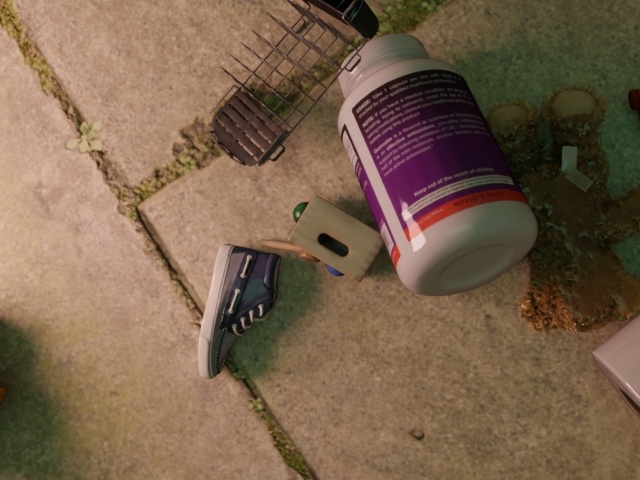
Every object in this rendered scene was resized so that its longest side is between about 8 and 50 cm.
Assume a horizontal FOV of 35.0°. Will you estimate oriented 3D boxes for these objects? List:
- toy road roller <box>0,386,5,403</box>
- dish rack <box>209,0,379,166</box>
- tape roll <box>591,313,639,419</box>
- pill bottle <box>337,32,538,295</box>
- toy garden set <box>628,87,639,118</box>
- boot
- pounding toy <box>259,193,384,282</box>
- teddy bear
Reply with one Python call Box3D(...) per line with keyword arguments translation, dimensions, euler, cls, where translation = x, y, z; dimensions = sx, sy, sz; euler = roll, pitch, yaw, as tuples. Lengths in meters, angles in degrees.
Box3D(translation=(-0.598, 0.179, 1.391), dimensions=(0.330, 0.202, 0.240), euler=(14, 78, 2), cls="toy road roller")
Box3D(translation=(-0.054, -0.231, 1.348), dimensions=(0.074, 0.208, 0.271), euler=(37, 95, -35), cls="dish rack")
Box3D(translation=(0.476, 0.181, 1.245), dimensions=(0.169, 0.246, 0.246), euler=(-39, 85, 4), cls="tape roll")
Box3D(translation=(0.135, -0.103, 1.295), dimensions=(0.182, 0.181, 0.322), euler=(-23, 64, 5), cls="pill bottle")
Box3D(translation=(0.529, -0.121, 1.348), dimensions=(0.204, 0.049, 0.244), euler=(-11, 88, 4), cls="toy garden set")
Box3D(translation=(-0.111, 0.102, 1.397), dimensions=(0.086, 0.069, 0.189), euler=(9, 88, 9), cls="boot")
Box3D(translation=(0.000, 0.000, 1.369), dimensions=(0.141, 0.130, 0.100), euler=(30, 91, -2), cls="pounding toy")
Box3D(translation=(0.322, -0.044, 1.349), dimensions=(0.245, 0.113, 0.338), euler=(-28, 78, -1), cls="teddy bear")
